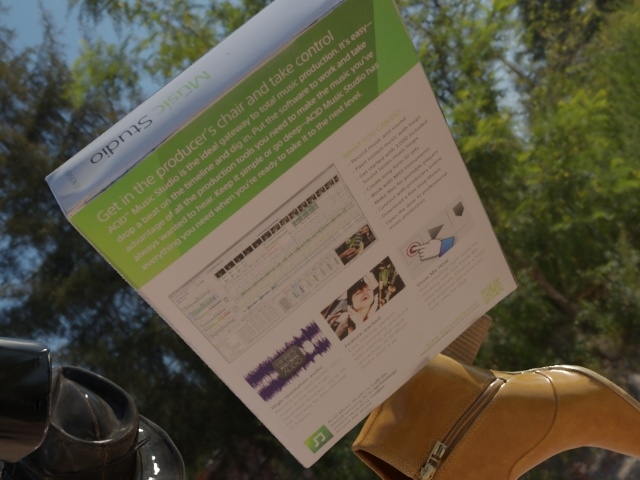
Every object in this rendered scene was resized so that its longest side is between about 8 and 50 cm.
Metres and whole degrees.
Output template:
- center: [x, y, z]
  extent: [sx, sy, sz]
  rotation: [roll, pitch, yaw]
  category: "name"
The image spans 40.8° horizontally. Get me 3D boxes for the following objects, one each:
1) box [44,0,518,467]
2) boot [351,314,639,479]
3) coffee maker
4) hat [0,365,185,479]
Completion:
- center: [0.000, 0.000, 0.605]
  extent: [0.232, 0.058, 0.322]
  rotation: [-39, -46, -7]
  category: "box"
- center: [0.191, 0.212, 0.864]
  extent: [0.211, 0.295, 0.104]
  rotation: [-59, -1, -26]
  category: "boot"
- center: [-0.325, 0.133, 0.736]
  extent: [0.178, 0.120, 0.171]
  rotation: [15, -13, -39]
  category: "coffee maker"
- center: [-0.340, 0.259, 1.182]
  extent: [0.331, 0.331, 0.133]
  rotation: [-30, -46, -57]
  category: "hat"
